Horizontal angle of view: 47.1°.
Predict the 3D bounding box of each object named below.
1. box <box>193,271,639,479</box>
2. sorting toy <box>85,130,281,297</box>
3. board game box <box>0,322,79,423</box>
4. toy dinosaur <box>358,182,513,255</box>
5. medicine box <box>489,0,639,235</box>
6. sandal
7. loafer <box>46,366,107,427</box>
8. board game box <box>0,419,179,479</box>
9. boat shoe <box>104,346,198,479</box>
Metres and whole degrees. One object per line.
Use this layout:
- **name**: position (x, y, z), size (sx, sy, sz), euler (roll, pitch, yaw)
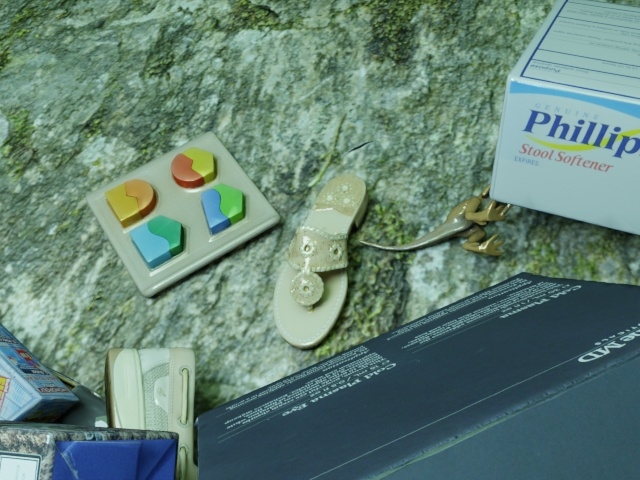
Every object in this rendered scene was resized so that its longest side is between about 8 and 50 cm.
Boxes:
- **box**: position (0.097, 0.171, 0.528), size (0.343, 0.312, 0.179), euler (-22, 92, -8)
- **sorting toy**: position (-0.179, -0.046, 0.931), size (0.193, 0.038, 0.208), euler (-31, 54, -14)
- **board game box**: position (-0.347, 0.166, 0.730), size (0.194, 0.060, 0.194), euler (19, 85, 24)
- **toy dinosaur**: position (0.163, -0.018, 0.857), size (0.211, 0.064, 0.112), euler (-32, 23, -10)
- **medicine box**: position (0.355, -0.142, 0.806), size (0.263, 0.149, 0.289), euler (16, 40, 20)
- **sandal**: position (-0.006, 0.000, 0.838), size (0.088, 0.079, 0.240), euler (5, 53, 22)
- **loafer**: position (-0.252, 0.178, 0.755), size (0.170, 0.061, 0.062), euler (19, 57, 21)
- **board game box**: position (-0.274, 0.255, 0.556), size (0.291, 0.141, 0.232), euler (-3, 76, 25)
- **boat shoe**: position (-0.136, 0.237, 0.664), size (0.098, 0.109, 0.302), euler (-1, 59, -22)
